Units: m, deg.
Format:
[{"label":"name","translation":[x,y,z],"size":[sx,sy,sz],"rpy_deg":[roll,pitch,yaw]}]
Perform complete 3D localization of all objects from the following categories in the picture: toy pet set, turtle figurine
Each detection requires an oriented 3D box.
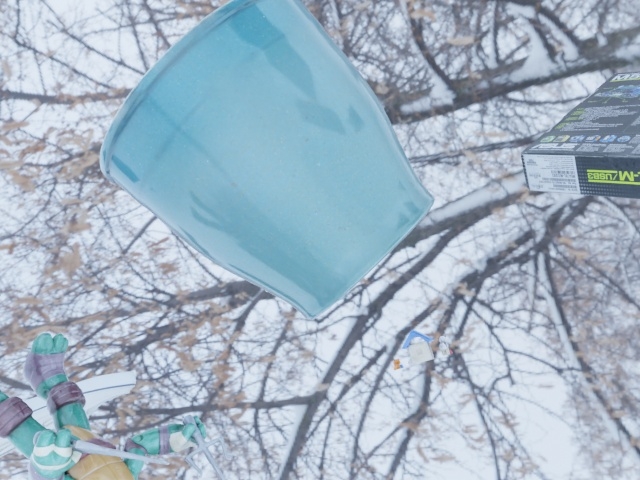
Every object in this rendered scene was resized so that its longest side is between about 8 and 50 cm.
[{"label":"toy pet set","translation":[0.194,0.214,1.245],"size":[0.114,0.122,0.065],"rpy_deg":[28,-137,-71]},{"label":"turtle figurine","translation":[-0.189,0.174,0.505],"size":[0.118,0.234,0.175],"rpy_deg":[-54,-18,-1]}]

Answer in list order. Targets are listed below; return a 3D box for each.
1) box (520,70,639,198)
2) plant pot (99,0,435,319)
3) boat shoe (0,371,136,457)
[{"label":"box","translation":[0.300,-0.095,0.519],"size":[0.184,0.191,0.045],"rpy_deg":[-35,-62,-31]},{"label":"plant pot","translation":[-0.034,-0.066,0.640],"size":[0.255,0.271,0.272],"rpy_deg":[46,-140,1]},{"label":"boat shoe","translation":[-0.451,0.306,1.080],"size":[0.268,0.096,0.088],"rpy_deg":[-15,-103,-27]}]
